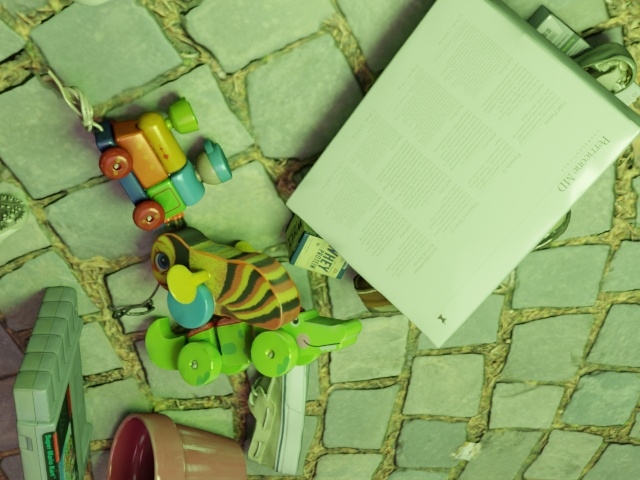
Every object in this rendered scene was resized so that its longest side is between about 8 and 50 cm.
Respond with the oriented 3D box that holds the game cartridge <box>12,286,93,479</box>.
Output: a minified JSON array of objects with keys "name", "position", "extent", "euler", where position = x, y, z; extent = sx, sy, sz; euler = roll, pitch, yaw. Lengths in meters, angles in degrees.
[{"name":"game cartridge","position":[-0.390,0.277,1.369],"extent":[0.068,0.230,0.355],"euler":[0,125,-8]}]

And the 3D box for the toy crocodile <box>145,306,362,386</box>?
[{"name":"toy crocodile","position":[-0.102,0.144,1.340],"extent":[0.340,0.115,0.105],"euler":[-11,89,29]}]

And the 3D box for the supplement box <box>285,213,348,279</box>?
[{"name":"supplement box","position":[0.000,0.000,1.311],"extent":[0.083,0.083,0.056],"euler":[17,121,-18]}]

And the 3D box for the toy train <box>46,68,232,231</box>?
[{"name":"toy train","position":[-0.222,-0.143,1.180],"extent":[0.143,0.105,0.248],"euler":[-27,124,-1]}]

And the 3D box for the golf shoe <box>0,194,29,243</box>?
[{"name":"golf shoe","position":[-0.469,-0.003,1.276],"extent":[0.176,0.069,0.086],"euler":[-21,145,11]}]

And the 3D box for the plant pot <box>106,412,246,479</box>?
[{"name":"plant pot","position":[-0.228,0.384,1.500],"extent":[0.180,0.201,0.201],"euler":[9,125,-32]}]

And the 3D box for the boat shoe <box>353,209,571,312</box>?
[{"name":"boat shoe","position":[0.189,-0.013,1.316],"extent":[0.324,0.122,0.120],"euler":[-28,115,6]}]

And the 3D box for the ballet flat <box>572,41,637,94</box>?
[{"name":"ballet flat","position":[0.302,-0.184,1.182],"extent":[0.213,0.068,0.072],"euler":[-28,124,13]}]

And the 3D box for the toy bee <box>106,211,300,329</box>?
[{"name":"toy bee","position":[-0.176,0.038,1.273],"extent":[0.298,0.195,0.162],"euler":[-3,101,8]}]

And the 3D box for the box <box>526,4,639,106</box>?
[{"name":"box","position":[0.316,-0.203,1.235],"extent":[0.186,0.038,0.145],"euler":[30,117,-24]}]

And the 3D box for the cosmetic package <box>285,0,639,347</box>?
[{"name":"cosmetic package","position":[0.173,-0.094,1.172],"extent":[0.284,0.097,0.377],"euler":[45,116,12]}]

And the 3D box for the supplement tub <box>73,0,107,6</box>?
[{"name":"supplement tub","position":[-0.280,-0.412,0.898],"extent":[0.228,0.228,0.316],"euler":[-40,120,20]}]

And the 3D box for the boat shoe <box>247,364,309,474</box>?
[{"name":"boat shoe","position":[-0.070,0.263,1.475],"extent":[0.094,0.109,0.302],"euler":[6,122,1]}]
